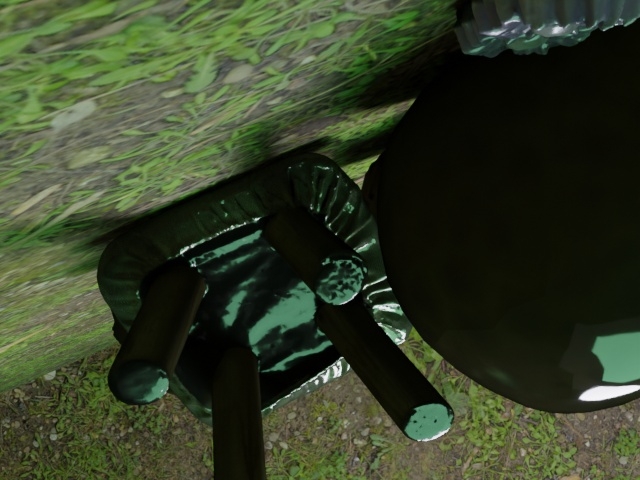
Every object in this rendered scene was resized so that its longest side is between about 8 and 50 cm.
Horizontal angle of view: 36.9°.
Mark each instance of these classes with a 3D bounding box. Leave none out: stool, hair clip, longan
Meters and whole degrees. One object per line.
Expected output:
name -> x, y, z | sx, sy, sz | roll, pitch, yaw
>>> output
stool -> -0.048, 0.111, 1.024 | 0.310, 0.310, 0.226 | -27, -146, 5
hair clip -> 0.142, -0.160, 0.615 | 0.106, 0.085, 0.292 | -5, -179, -1
longan -> 0.227, -0.034, 0.881 | 0.336, 0.405, 0.404 | 13, 161, -22

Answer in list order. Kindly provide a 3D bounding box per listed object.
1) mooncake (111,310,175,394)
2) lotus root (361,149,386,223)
mooncake -> -0.146, 0.089, 1.227 | 0.228, 0.228, 0.124 | -24, -172, 6
lotus root -> 0.177, -0.054, 1.229 | 0.249, 0.316, 0.316 | -2, 168, -23
